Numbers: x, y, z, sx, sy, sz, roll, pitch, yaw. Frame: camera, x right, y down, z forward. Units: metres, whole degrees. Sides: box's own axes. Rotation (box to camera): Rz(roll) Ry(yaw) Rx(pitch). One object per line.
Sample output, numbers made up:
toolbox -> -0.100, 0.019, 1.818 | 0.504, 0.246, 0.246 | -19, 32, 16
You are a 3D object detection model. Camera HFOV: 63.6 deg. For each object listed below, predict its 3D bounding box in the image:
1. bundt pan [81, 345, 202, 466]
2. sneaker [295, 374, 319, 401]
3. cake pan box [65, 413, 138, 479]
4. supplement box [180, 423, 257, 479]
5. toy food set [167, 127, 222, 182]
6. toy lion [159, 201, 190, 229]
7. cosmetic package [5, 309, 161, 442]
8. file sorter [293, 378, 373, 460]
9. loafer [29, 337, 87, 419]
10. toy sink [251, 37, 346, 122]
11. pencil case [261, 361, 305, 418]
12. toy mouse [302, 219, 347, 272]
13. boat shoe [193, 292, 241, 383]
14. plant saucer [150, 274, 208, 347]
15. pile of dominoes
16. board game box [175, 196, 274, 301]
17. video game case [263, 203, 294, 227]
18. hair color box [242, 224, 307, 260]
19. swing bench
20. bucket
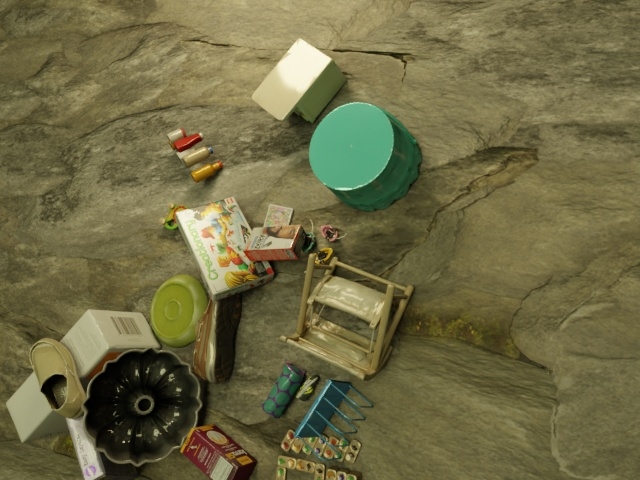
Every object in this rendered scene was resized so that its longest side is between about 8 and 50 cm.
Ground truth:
bundt pan -> -0.527, 0.480, 1.524 | 0.124, 0.331, 0.330 | 158, 115, -62
sneaker -> -0.031, 0.409, 1.428 | 0.083, 0.031, 0.035 | -44, 105, -4
cake pan box -> -0.666, 0.618, 1.581 | 0.070, 0.266, 0.245 | -25, 67, -8
supplement box -> -0.289, 0.614, 1.469 | 0.188, 0.104, 0.080 | 27, 92, 28
toy food set -> -0.429, -0.308, 1.740 | 0.105, 0.111, 0.232 | -29, 52, -15
toy lion -> -0.488, -0.079, 1.759 | 0.096, 0.034, 0.100 | 33, 95, 21
cosmetic package -> -0.766, 0.436, 1.677 | 0.453, 0.230, 0.161 | -46, 64, 12
file sorter -> 0.040, 0.458, 1.317 | 0.105, 0.118, 0.170 | 32, 91, 33
loafer -> -0.765, 0.391, 1.493 | 0.102, 0.092, 0.268 | -38, 70, -9
toy sink -> -0.063, -0.457, 1.566 | 0.153, 0.131, 0.234 | 42, 94, 27
pencil case -> -0.104, 0.417, 1.440 | 0.151, 0.065, 0.070 | -60, 23, 5
toy mouse -> 0.000, 0.000, 1.492 | 0.161, 0.031, 0.143 | -33, 58, 13
boat shoe -> -0.325, 0.261, 1.555 | 0.117, 0.123, 0.324 | 2, 79, 29
plant saucer -> -0.471, 0.228, 1.680 | 0.241, 0.037, 0.240 | -6, 77, 26
pile of dominoes -> -0.015, 0.614, 1.368 | 0.251, 0.040, 0.195 | 0, 79, 26
board game box -> -0.293, 0.018, 1.561 | 0.193, 0.053, 0.305 | -19, 64, -25
video game case -> -0.134, -0.046, 1.582 | 0.087, 0.011, 0.121 | 13, 86, 28
hair color box -> -0.132, 0.007, 1.493 | 0.167, 0.053, 0.093 | -3, 47, 28
swing bench -> 0.069, 0.195, 1.348 | 0.253, 0.165, 0.254 | 20, 94, 28
bucket -> 0.115, -0.228, 1.397 | 0.282, 0.183, 0.280 | -6, 77, 26
